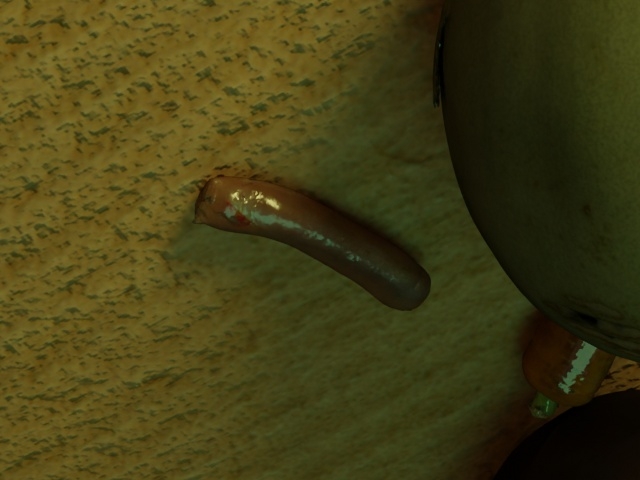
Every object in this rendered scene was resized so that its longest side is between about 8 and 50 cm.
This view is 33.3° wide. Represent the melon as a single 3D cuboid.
[{"bbox_3d":[0.190,-0.097,0.553,0.268,0.268,0.330,-10,116,-3],"label":"melon"}]

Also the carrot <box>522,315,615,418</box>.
[{"bbox_3d":[0.209,0.019,0.770,0.061,0.061,0.257,13,111,-18],"label":"carrot"}]

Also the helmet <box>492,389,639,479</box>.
[{"bbox_3d":[0.219,0.240,0.840,0.225,0.177,0.305,12,131,-29],"label":"helmet"}]

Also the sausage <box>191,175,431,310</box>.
[{"bbox_3d":[0.000,0.001,0.721,0.176,0.040,0.047,26,122,-24],"label":"sausage"}]
